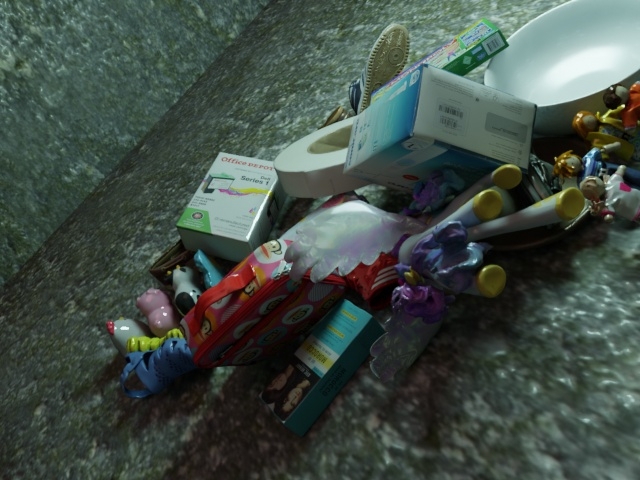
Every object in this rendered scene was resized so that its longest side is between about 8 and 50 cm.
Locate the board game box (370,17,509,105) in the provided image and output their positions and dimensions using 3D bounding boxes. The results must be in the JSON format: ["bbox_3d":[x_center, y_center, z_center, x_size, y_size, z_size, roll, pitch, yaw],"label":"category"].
[{"bbox_3d":[0.258,-0.386,1.220,0.317,0.046,0.213,-31,22,21],"label":"board game box"}]

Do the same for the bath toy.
[{"bbox_3d":[-0.407,0.169,1.369,0.348,0.129,0.151,-36,36,8],"label":"bath toy"}]

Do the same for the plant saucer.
[{"bbox_3d":[0.381,-0.083,0.982,0.278,0.041,0.277,-25,38,22],"label":"plant saucer"}]

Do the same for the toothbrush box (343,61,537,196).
[{"bbox_3d":[0.196,-0.175,0.952,0.295,0.217,0.126,169,113,-71],"label":"toothbrush box"}]

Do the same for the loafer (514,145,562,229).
[{"bbox_3d":[0.371,-0.125,0.927,0.084,0.096,0.267,-25,36,12],"label":"loafer"}]

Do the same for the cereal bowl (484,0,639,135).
[{"bbox_3d":[0.507,-0.325,1.036,0.339,0.141,0.338,-25,37,21],"label":"cereal bowl"}]

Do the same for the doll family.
[{"bbox_3d":[0.468,-0.127,0.848,0.163,0.118,0.262,21,73,5],"label":"doll family"}]

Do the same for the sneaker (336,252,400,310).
[{"bbox_3d":[0.066,0.081,1.061,0.221,0.087,0.128,-20,39,29],"label":"sneaker"}]

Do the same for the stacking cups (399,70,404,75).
[{"bbox_3d":[0.264,-0.363,1.361,0.096,0.096,0.316,-38,31,4],"label":"stacking cups"}]

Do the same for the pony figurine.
[{"bbox_3d":[0.170,0.021,0.849,0.351,0.302,0.363,-39,7,-22],"label":"pony figurine"}]

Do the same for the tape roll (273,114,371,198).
[{"bbox_3d":[0.075,-0.219,1.273,0.393,0.071,0.392,-17,23,8],"label":"tape roll"}]

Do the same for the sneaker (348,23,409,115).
[{"bbox_3d":[0.152,-0.457,1.451,0.153,0.099,0.282,-105,28,-58],"label":"sneaker"}]

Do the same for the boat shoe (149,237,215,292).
[{"bbox_3d":[-0.342,-0.011,1.503,0.342,0.123,0.123,-45,35,-6],"label":"boat shoe"}]

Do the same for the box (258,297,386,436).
[{"bbox_3d":[0.003,0.229,0.980,0.244,0.060,0.101,-49,36,-12],"label":"box"}]

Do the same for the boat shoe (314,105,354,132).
[{"bbox_3d":[0.019,-0.292,1.512,0.207,0.073,0.073,-36,28,42],"label":"boat shoe"}]

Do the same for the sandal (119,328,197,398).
[{"bbox_3d":[-0.351,0.288,1.207,0.318,0.126,0.138,-20,43,40],"label":"sandal"}]

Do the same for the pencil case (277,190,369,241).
[{"bbox_3d":[0.000,0.000,1.186,0.273,0.124,0.113,-36,-8,5],"label":"pencil case"}]

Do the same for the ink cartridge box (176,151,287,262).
[{"bbox_3d":[-0.226,-0.092,1.422,0.202,0.117,0.278,12,55,13],"label":"ink cartridge box"}]

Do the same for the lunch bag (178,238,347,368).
[{"bbox_3d":[-0.118,0.121,1.000,0.293,0.258,0.120,-43,60,19],"label":"lunch bag"}]
